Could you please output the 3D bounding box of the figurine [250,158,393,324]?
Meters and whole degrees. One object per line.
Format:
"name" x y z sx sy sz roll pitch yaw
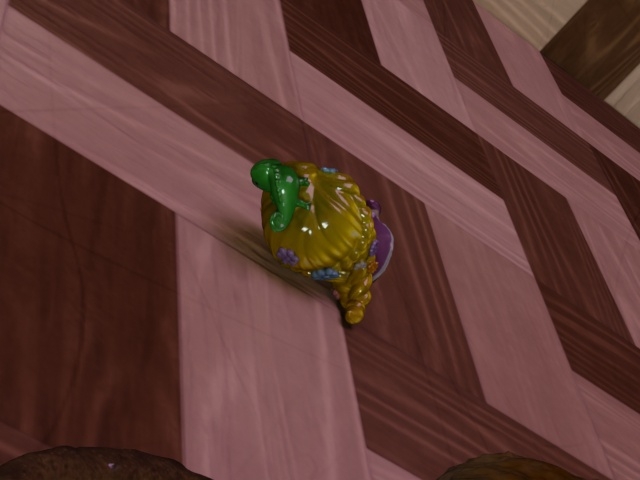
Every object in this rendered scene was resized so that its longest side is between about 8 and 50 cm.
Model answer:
"figurine" 0.000 0.000 1.139 0.156 0.094 0.115 42 34 -57

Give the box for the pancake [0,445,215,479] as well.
"pancake" -0.059 0.215 0.708 0.288 0.033 0.286 46 21 7

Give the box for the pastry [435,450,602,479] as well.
"pastry" 0.185 0.256 0.871 0.329 0.136 0.330 29 12 -7
